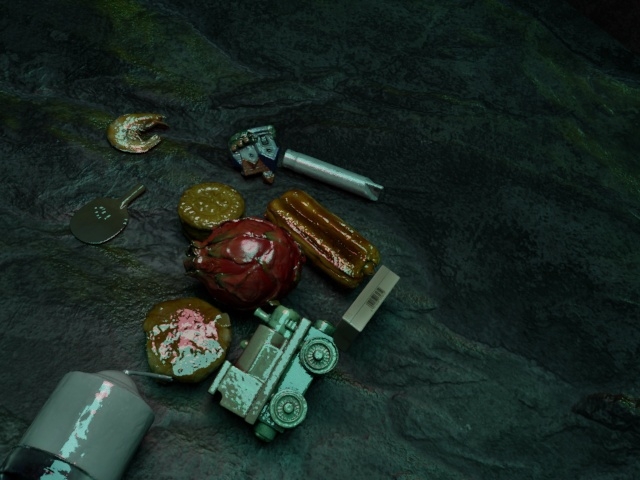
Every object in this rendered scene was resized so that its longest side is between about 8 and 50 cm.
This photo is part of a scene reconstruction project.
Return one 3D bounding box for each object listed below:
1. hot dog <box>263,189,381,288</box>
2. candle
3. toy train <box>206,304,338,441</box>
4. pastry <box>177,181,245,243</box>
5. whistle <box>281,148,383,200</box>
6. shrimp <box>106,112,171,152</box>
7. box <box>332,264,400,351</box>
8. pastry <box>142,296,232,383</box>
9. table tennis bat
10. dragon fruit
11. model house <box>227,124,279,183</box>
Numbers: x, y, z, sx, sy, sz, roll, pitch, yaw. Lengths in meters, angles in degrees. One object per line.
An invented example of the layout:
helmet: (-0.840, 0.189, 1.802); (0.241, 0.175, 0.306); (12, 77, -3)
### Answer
hot dog: (0.000, 0.000, 1.719); (0.348, 0.117, 0.158); (37, 53, 17)
candle: (-0.470, 0.394, 1.275); (0.221, 0.221, 0.343); (21, 50, 2)
toy train: (-0.098, 0.288, 1.444); (0.221, 0.150, 0.304); (30, 73, 5)
pastry: (-0.288, -0.071, 1.695); (0.188, 0.103, 0.189); (3, 45, -3)
whistle: (0.036, -0.194, 1.897); (0.312, 0.062, 0.062); (20, 53, 2)
shrimp: (-0.529, -0.315, 1.870); (0.187, 0.051, 0.133); (-22, 82, -20)
box: (0.110, 0.171, 1.607); (0.058, 0.141, 0.201); (36, 57, 7)
pastry: (-0.323, 0.230, 1.491); (0.229, 0.100, 0.218); (37, 58, 13)
table tennis bat: (-0.560, -0.077, 1.706); (0.131, 0.022, 0.234); (35, 58, 14)
dragon fruit: (-0.185, 0.062, 1.560); (0.298, 0.244, 0.244); (-3, 56, -8)
model house: (-0.180, -0.238, 1.853); (0.148, 0.119, 0.149); (-16, 68, -23)
